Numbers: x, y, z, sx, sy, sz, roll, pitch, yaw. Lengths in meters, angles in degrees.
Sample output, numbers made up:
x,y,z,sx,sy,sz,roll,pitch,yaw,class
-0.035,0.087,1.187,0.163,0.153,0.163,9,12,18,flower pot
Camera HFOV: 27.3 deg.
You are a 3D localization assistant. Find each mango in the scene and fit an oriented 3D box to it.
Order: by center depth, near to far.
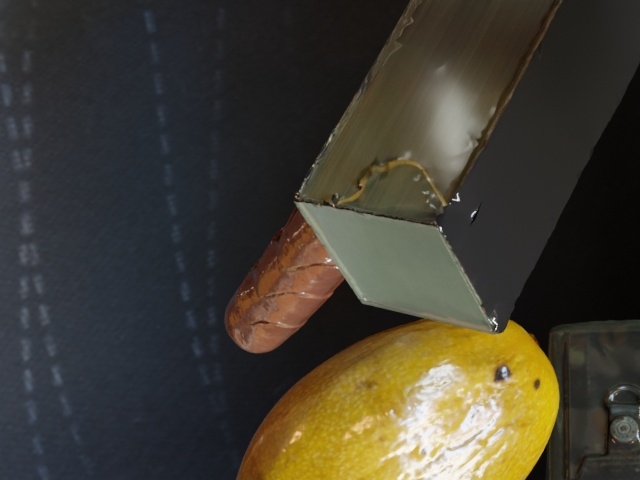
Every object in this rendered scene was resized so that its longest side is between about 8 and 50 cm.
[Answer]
x,y,z,sx,sy,sz,roll,pitch,yaw,class
0.055,0.144,0.911,0.109,0.262,0.157,24,141,59,mango

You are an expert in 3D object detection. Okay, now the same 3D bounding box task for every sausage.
x,y,z,sx,sy,sz,roll,pitch,yaw,class
0.002,0.001,1.272,0.088,0.088,0.433,51,141,12,sausage

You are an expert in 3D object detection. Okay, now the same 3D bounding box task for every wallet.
x,y,z,sx,sy,sz,roll,pitch,yaw,class
0.332,0.198,1.475,0.168,0.052,0.245,-5,59,20,wallet

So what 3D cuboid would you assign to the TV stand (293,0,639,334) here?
x,y,z,sx,sy,sz,roll,pitch,yaw,class
0.095,-0.092,0.629,0.082,0.270,0.088,13,152,35,TV stand
